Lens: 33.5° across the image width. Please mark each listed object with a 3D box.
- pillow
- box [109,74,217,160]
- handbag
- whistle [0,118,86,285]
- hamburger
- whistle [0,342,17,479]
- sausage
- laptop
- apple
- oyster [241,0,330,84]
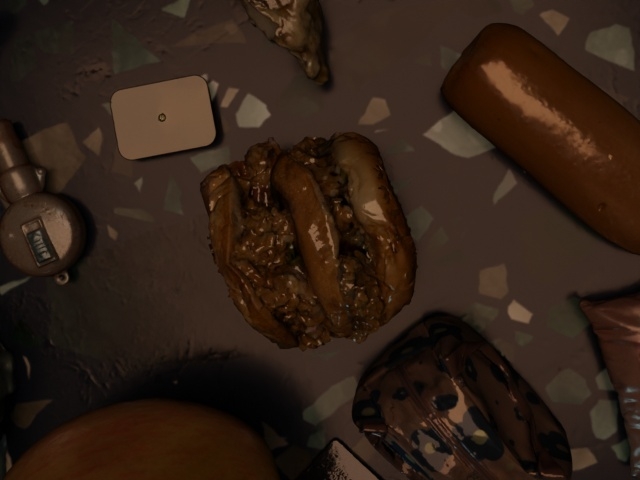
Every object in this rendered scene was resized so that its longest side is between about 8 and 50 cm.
[{"bbox_3d":[0.443,0.149,1.256,0.223,0.084,0.236,-19,88,7],"label":"pillow"},{"bbox_3d":[-0.192,-0.151,1.318,0.126,0.031,0.091,-11,92,5],"label":"box"},{"bbox_3d":[0.165,0.223,1.226,0.190,0.193,0.251,-44,88,9],"label":"handbag"},{"bbox_3d":[-0.362,-0.046,1.324,0.107,0.057,0.220,-22,89,6],"label":"whistle"},{"bbox_3d":[-0.006,0.009,1.204,0.211,0.260,0.245,-20,110,0],"label":"hamburger"},{"bbox_3d":[-0.453,0.241,1.289,0.188,0.168,0.405,-30,94,6],"label":"whistle"},{"bbox_3d":[0.305,-0.110,1.245,0.354,0.116,0.134,38,84,-2],"label":"sausage"},{"bbox_3d":[0.001,0.362,1.335,0.135,0.016,0.197,44,94,3],"label":"laptop"},{"bbox_3d":[-0.185,0.370,1.174,0.346,0.391,0.392,-16,91,-6],"label":"apple"},{"bbox_3d":[-0.087,-0.342,1.256,0.110,0.166,0.341,-34,73,14],"label":"oyster"}]
